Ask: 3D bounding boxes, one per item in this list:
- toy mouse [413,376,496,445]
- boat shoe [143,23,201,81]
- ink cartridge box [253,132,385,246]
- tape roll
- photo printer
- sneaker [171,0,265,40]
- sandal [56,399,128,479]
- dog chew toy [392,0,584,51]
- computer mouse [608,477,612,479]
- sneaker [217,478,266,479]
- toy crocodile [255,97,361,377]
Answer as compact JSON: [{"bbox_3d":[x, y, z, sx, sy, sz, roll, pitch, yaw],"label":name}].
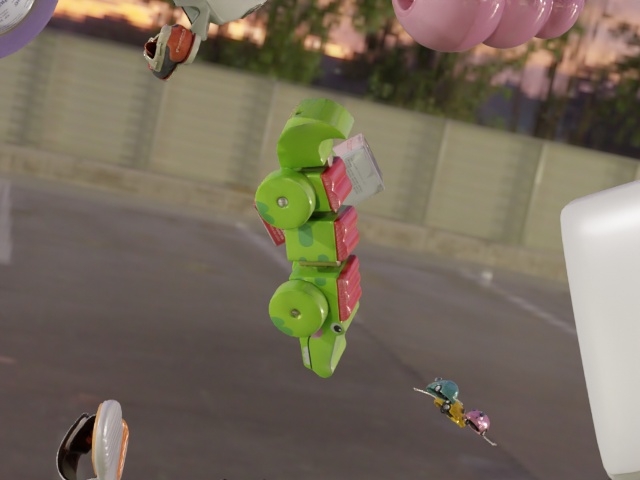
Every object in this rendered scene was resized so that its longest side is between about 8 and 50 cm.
[{"bbox_3d":[0.219,0.257,2.166,0.161,0.031,0.143,40,-14,13],"label":"toy mouse"},{"bbox_3d":[-0.165,-0.202,1.475,0.043,0.049,0.137,17,-7,-18],"label":"boat shoe"},{"bbox_3d":[0.000,-0.074,1.966,0.175,0.072,0.127,-27,11,7],"label":"ink cartridge box"},{"bbox_3d":[-0.398,-0.306,1.596,0.189,0.189,0.080,6,25,-48],"label":"tape roll"},{"bbox_3d":[0.354,0.051,1.096,0.308,0.256,0.107,-17,-16,39],"label":"photo printer"},{"bbox_3d":[-0.145,-0.387,1.457,0.146,0.330,0.122,-26,24,13],"label":"sneaker"},{"bbox_3d":[-0.283,0.252,1.702,0.076,0.102,0.265,10,-28,0],"label":"sandal"},{"bbox_3d":[0.290,-0.411,2.312,0.332,0.206,0.206,1,9,-24],"label":"dog chew toy"},{"bbox_3d":[0.361,0.236,1.291,0.272,0.188,0.072,-5,26,-22],"label":"computer mouse"},{"bbox_3d":[-0.039,0.194,0.895,0.067,0.078,0.188,50,-19,-24],"label":"sneaker"},{"bbox_3d":[0.000,0.000,1.573,0.105,0.340,0.115,3,27,18],"label":"toy crocodile"}]
